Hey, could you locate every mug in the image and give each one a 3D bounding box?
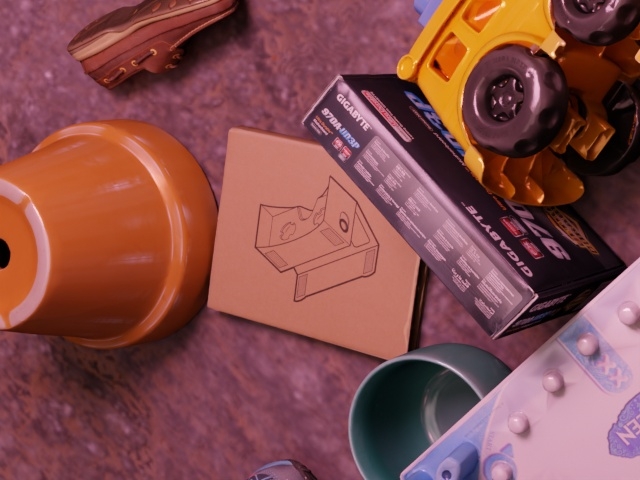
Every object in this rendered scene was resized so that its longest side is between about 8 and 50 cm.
[{"bbox_3d":[0.111,0.152,1.305,0.158,0.097,0.129,32,111,23],"label":"mug"}]

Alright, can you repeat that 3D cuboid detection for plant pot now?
[{"bbox_3d":[-0.222,0.001,1.435,0.205,0.188,0.205,4,98,31],"label":"plant pot"}]

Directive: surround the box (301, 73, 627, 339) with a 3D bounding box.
[{"bbox_3d":[0.109,-0.032,1.238,0.220,0.175,0.051,49,117,18],"label":"box"}]

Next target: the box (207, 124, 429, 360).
[{"bbox_3d":[0.000,0.000,1.399,0.201,0.021,0.164,14,103,30],"label":"box"}]

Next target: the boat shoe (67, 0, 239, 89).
[{"bbox_3d":[-0.137,-0.179,1.443,0.178,0.064,0.060,-17,117,33],"label":"boat shoe"}]

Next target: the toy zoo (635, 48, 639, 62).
[{"bbox_3d":[0.303,-0.195,1.090,0.030,0.192,0.293,40,114,21],"label":"toy zoo"}]

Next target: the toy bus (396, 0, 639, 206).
[{"bbox_3d":[0.162,-0.167,1.224,0.220,0.149,0.211,-54,53,22],"label":"toy bus"}]

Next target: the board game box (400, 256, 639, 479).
[{"bbox_3d":[0.296,0.204,1.139,0.390,0.050,0.390,49,114,10],"label":"board game box"}]

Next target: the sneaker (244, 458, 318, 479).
[{"bbox_3d":[-0.093,0.291,1.430,0.104,0.125,0.262,50,118,16],"label":"sneaker"}]
